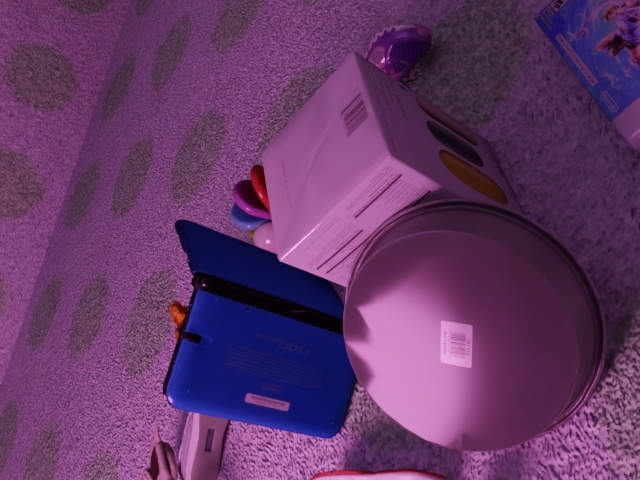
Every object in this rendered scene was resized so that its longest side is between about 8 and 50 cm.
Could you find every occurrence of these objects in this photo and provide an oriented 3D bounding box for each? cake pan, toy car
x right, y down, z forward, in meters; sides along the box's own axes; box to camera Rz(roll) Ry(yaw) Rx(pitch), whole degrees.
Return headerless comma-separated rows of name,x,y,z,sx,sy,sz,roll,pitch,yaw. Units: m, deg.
cake pan,0.150,0.102,0.731,0.293,0.054,0.293,9,110,25
toy car,-0.096,-0.076,1.251,0.182,0.136,0.159,-44,41,30

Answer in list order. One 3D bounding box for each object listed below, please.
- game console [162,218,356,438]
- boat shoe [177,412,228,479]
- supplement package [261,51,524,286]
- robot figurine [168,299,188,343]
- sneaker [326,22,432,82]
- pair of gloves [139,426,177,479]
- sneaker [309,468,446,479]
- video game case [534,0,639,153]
game console,-0.094,0.129,0.996,0.173,0.293,0.250,3,74,56
boat shoe,-0.216,0.331,1.232,0.081,0.079,0.228,-2,73,48
supplement package,0.093,-0.061,0.875,0.198,0.262,0.199,-43,41,30
robot figurine,-0.165,0.162,1.202,0.211,0.085,0.291,-42,33,-8
sneaker,0.102,-0.274,1.148,0.236,0.095,0.105,-30,55,48
pair of gloves,-0.314,0.491,1.262,0.240,0.042,0.204,-63,32,36
sneaker,0.058,0.358,0.843,0.221,0.087,0.128,-27,50,45
video game case,0.398,-0.263,0.760,0.244,0.061,0.270,-43,41,29
